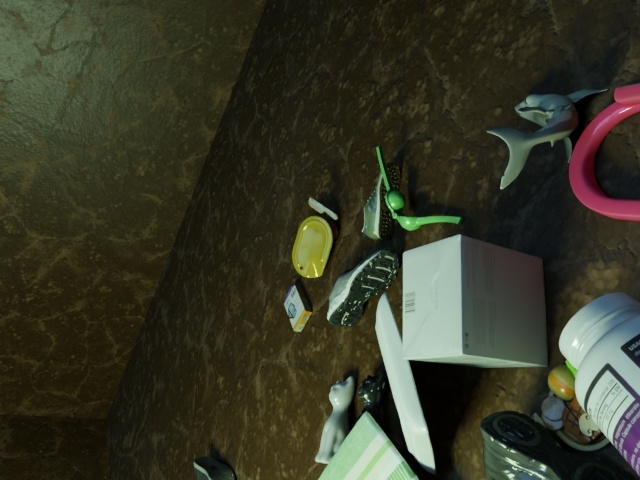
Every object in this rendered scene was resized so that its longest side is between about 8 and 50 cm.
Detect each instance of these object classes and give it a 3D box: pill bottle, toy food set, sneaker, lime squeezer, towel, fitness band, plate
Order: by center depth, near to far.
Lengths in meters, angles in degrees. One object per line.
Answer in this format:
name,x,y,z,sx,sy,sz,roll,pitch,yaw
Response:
pill bottle,0.439,0.210,0.692,0.182,0.181,0.323,-62,33,25
fitness band,0.502,-0.131,0.856,0.290,0.054,0.209,10,90,61
sneaker,0.359,0.375,0.862,0.286,0.109,0.130,32,130,53
toy food set,0.395,0.255,0.893,0.192,0.038,0.132,-65,32,21
plate,0.158,0.280,1.112,0.277,0.045,0.278,69,-173,-52
towel,0.134,0.540,1.134,0.325,0.038,0.248,48,122,33
lime squeezer,0.193,-0.094,1.329,0.310,0.058,0.110,51,143,40
sneaker,0.092,0.098,1.422,0.272,0.100,0.108,-52,33,37
sneaker,0.141,-0.097,1.443,0.086,0.064,0.192,3,84,55
toy food set,0.000,0.000,1.661,0.128,0.071,0.218,27,106,35
sneaker,-0.346,0.813,1.931,0.222,0.083,0.118,7,104,54

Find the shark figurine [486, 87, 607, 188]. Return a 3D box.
shark figurine,0.394,-0.176,0.979,0.166,0.278,0.116,-4,116,31

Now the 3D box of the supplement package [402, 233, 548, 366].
supplement package,0.265,0.116,1.007,0.149,0.203,0.194,-22,60,55

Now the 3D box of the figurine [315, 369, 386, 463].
figurine,0.078,0.413,1.346,0.215,0.092,0.210,-27,48,54

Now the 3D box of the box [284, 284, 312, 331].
box,-0.070,0.197,1.732,0.081,0.028,0.136,-61,31,26
